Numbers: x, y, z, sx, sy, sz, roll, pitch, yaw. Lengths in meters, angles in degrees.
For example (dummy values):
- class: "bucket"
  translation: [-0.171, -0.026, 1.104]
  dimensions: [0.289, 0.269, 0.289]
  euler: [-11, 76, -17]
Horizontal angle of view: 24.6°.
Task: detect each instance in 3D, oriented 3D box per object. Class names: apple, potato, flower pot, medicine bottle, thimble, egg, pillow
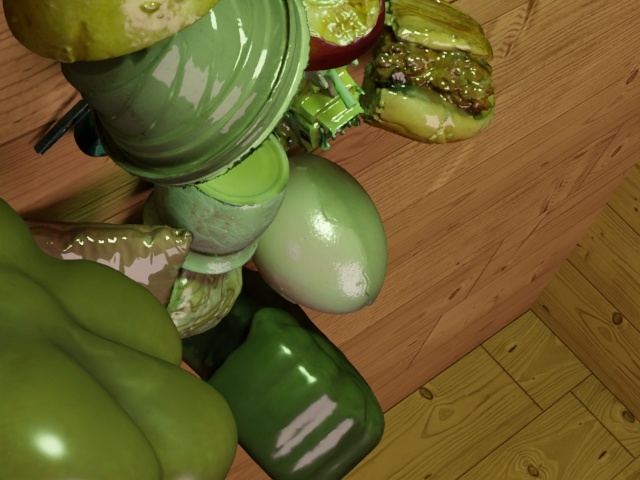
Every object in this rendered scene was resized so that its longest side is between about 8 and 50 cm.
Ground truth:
- class: "apple"
  translation: [-0.018, -0.241, 1.455]
  dimensions: [0.158, 0.156, 0.147]
  euler: [-12, 160, -1]
- class: "potato"
  translation: [-0.164, -0.252, 1.094]
  dimensions: [0.204, 0.178, 0.158]
  euler: [-20, 143, -2]
- class: "flower pot"
  translation: [-0.138, -0.174, 1.288]
  dimensions: [0.235, 0.235, 0.140]
  euler: [-45, 139, 9]
- class: "medicine bottle"
  translation: [-0.120, -0.053, 1.677]
  dimensions: [0.147, 0.147, 0.143]
  euler: [-30, 161, -36]
- class: "thimble"
  translation: [-0.200, 0.061, 1.805]
  dimensions: [0.190, 0.137, 0.143]
  euler: [-34, 170, 24]
- class: "egg"
  translation: [0.000, 0.000, 1.961]
  dimensions: [0.183, 0.217, 0.183]
  euler: [-38, 166, -12]
- class: "pillow"
  translation: [-0.270, 0.062, 1.635]
  dimensions: [0.223, 0.084, 0.236]
  euler: [4, 134, -21]

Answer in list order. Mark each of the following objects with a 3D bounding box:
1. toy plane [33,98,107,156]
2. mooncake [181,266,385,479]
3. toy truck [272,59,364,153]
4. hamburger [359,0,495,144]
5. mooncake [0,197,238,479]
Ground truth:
- class: "toy plane"
  translation: [-0.180, -0.157, 1.457]
  dimensions: [0.235, 0.060, 0.096]
  euler: [-42, 151, 13]
- class: "mooncake"
  translation: [-0.054, 0.202, 2.089]
  dimensions: [0.187, 0.351, 0.351]
  euler: [-42, 163, -3]
- class: "toy truck"
  translation: [-0.011, -0.171, 1.662]
  dimensions: [0.128, 0.135, 0.259]
  euler: [-38, 166, -14]
- class: "hamburger"
  translation: [0.133, -0.209, 1.772]
  dimensions: [0.282, 0.245, 0.155]
  euler: [0, 117, -46]
- class: "mooncake"
  translation: [-0.309, 0.132, 1.225]
  dimensions: [0.262, 0.467, 0.467]
  euler: [-52, 161, 14]
